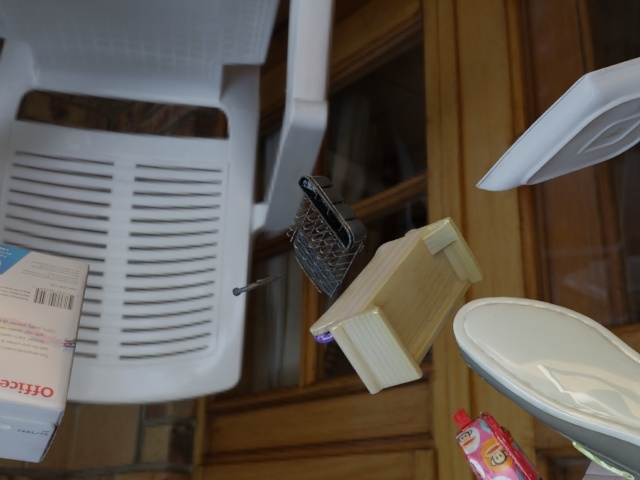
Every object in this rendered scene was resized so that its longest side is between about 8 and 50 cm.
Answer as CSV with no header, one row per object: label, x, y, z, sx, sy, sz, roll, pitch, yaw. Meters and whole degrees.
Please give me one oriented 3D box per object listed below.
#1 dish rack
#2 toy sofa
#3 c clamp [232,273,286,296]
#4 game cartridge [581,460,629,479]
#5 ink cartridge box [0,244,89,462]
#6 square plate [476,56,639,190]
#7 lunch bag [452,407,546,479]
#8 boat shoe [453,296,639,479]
dish rack,0.000,0.000,1.836,0.074,0.208,0.272,-15,148,-34
toy sofa,0.152,0.119,1.498,0.177,0.362,0.150,-24,104,40
c clamp,-0.156,0.110,1.960,0.137,0.022,0.160,-17,-179,38
game cartridge,0.555,0.381,1.171,0.355,0.230,0.068,-11,118,47
ink cartridge box,-0.497,0.175,1.248,0.198,0.270,0.197,15,138,-20
square plate,0.474,-0.195,1.317,0.347,0.049,0.344,-18,163,-24
lunch bag,0.373,0.466,1.686,0.120,0.258,0.293,-37,167,2
boat shoe,0.252,0.145,0.684,0.304,0.109,0.091,23,142,22
